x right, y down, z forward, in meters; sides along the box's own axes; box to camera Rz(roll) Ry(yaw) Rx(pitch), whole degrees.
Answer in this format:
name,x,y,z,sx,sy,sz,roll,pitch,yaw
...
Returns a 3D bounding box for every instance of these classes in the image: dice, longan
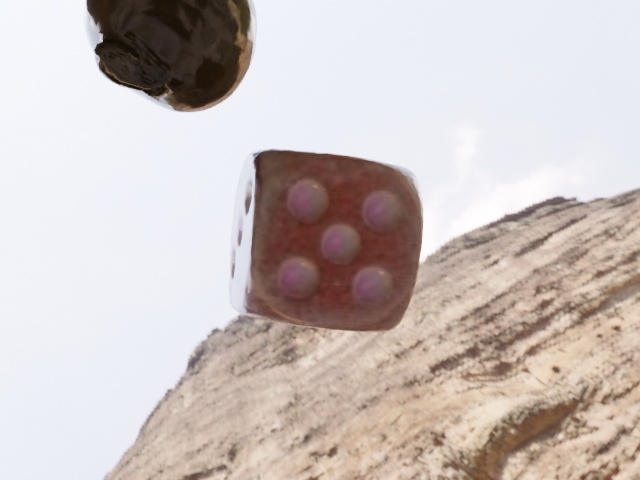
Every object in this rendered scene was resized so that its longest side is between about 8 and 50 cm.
name,x,y,z,sx,sy,sz,roll,pitch,yaw
dice,0.000,0.000,0.537,0.094,0.093,0.091,8,-91,-13
longan,-0.090,-0.124,0.576,0.106,0.119,0.106,12,-49,15
